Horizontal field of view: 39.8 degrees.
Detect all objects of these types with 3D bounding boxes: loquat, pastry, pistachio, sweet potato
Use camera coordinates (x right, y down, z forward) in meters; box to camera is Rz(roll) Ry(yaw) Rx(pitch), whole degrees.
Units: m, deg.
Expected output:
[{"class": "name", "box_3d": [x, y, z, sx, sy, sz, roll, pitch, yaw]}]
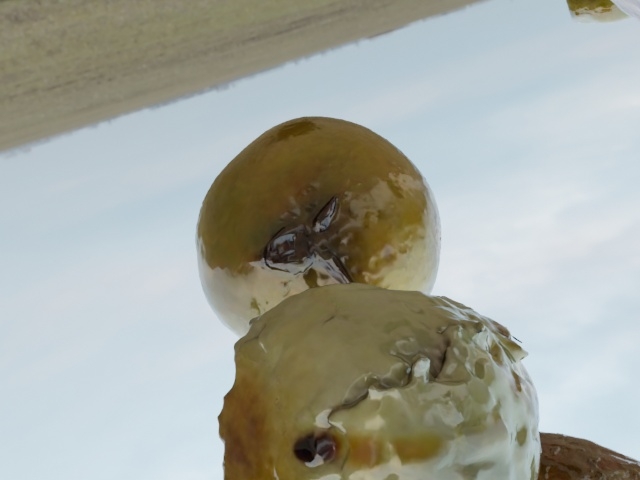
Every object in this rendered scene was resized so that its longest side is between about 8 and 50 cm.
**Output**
[{"class": "loquat", "box_3d": [0.000, 0.000, 1.185, 0.328, 0.328, 0.359, -16, 178, 8]}, {"class": "pastry", "box_3d": [0.060, 0.164, 0.581, 0.237, 0.256, 0.170, 6, -174, -35]}, {"class": "pistachio", "box_3d": [0.356, -0.314, 0.994, 0.189, 0.100, 0.110, -33, -149, -17]}, {"class": "sweet potato", "box_3d": [0.217, 0.221, 0.787, 0.252, 0.097, 0.097, 18, -156, 19]}]

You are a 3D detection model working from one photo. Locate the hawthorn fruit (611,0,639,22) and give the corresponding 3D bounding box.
[{"class": "hawthorn fruit", "box_3d": [0.274, -0.221, 0.541, 0.224, 0.224, 0.261, -19, -139, -6]}]
